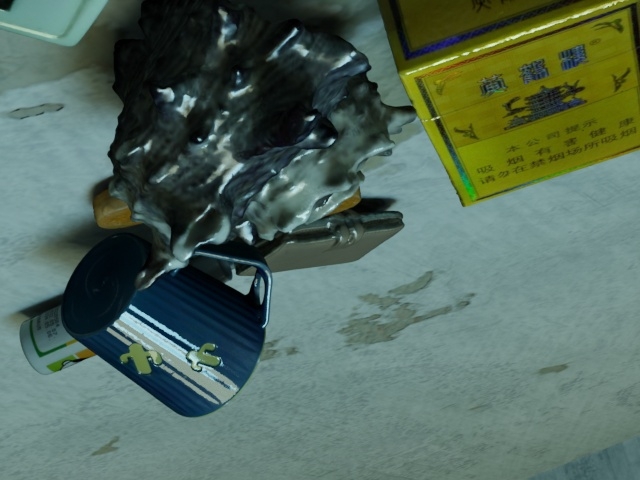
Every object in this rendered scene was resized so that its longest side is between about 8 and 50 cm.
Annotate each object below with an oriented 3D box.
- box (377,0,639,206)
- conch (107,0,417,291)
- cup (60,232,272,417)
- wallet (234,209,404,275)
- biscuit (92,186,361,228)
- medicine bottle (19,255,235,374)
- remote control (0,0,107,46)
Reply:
[{"bbox_3d":[0.173,-0.139,1.300,0.193,0.084,0.301,-19,158,8],"label":"box"},{"bbox_3d":[-0.042,-0.075,1.171,0.241,0.186,0.313,-15,159,-6],"label":"conch"},{"bbox_3d":[-0.134,0.061,1.463,0.176,0.131,0.155,-45,129,12],"label":"cup"},{"bbox_3d":[0.000,0.000,1.571,0.153,0.038,0.118,-5,164,-36],"label":"wallet"},{"bbox_3d":[-0.075,-0.046,1.415,0.250,0.036,0.165,-1,164,-32],"label":"biscuit"},{"bbox_3d":[-0.189,0.067,1.595,0.221,0.061,0.092,-24,177,13],"label":"medicine bottle"},{"bbox_3d":[-0.260,-0.194,0.794,0.344,0.050,0.145,13,144,-23],"label":"remote control"}]
